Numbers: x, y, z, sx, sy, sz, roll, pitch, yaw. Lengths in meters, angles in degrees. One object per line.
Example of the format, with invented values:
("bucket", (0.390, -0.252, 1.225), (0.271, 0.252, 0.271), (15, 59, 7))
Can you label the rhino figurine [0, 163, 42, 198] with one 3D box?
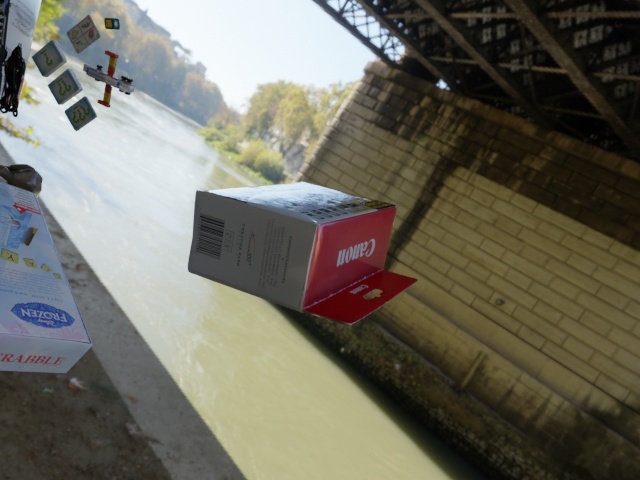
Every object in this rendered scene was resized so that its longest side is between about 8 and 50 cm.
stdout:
("rhino figurine", (-0.681, -0.076, 1.140), (0.106, 0.243, 0.073), (1, 47, -35))

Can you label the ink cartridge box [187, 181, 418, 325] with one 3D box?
("ink cartridge box", (0.000, 0.000, 0.822), (0.271, 0.130, 0.309), (16, 15, 24))

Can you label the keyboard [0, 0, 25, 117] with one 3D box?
("keyboard", (-0.380, -0.198, 0.595), (0.038, 0.192, 0.100), (25, 21, 12))

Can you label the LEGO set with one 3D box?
("LEGO set", (-0.495, -0.359, 1.082), (0.183, 0.244, 0.060), (64, 25, -9))

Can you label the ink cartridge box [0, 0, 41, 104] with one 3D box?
("ink cartridge box", (-0.534, -0.348, 0.827), (0.100, 0.237, 0.172), (14, 6, -18))

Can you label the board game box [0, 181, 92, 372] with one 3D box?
("board game box", (-0.475, 0.011, 0.626), (0.318, 0.066, 0.318), (52, 14, 32))
